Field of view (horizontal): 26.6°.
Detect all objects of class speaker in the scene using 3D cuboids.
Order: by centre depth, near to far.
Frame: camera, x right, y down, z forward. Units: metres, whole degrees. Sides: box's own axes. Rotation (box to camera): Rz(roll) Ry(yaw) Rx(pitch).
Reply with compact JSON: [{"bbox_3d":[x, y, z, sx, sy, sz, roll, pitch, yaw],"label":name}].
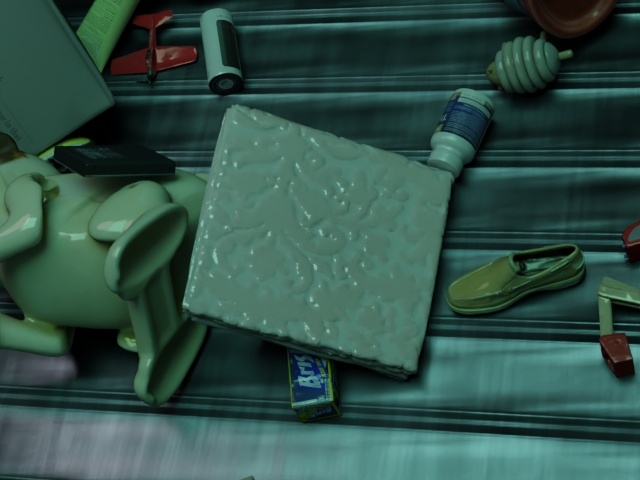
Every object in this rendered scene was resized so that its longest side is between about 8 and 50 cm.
[{"bbox_3d":[-0.156,-0.296,2.112,0.055,0.055,0.136,-15,57,8],"label":"speaker"}]

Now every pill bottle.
[{"bbox_3d":[0.196,-0.150,1.915,0.067,0.067,0.120,16,66,24],"label":"pill bottle"}]

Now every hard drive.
[{"bbox_3d":[-0.273,-0.107,1.801,0.094,0.135,0.022,26,114,49],"label":"hard drive"}]

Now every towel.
[{"bbox_3d":[0.000,0.000,1.803,0.331,0.053,0.317,17,65,-11],"label":"towel"}]

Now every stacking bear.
[{"bbox_3d":[0.301,-0.431,1.995,0.175,0.164,0.289,-34,46,-7],"label":"stacking bear"}]

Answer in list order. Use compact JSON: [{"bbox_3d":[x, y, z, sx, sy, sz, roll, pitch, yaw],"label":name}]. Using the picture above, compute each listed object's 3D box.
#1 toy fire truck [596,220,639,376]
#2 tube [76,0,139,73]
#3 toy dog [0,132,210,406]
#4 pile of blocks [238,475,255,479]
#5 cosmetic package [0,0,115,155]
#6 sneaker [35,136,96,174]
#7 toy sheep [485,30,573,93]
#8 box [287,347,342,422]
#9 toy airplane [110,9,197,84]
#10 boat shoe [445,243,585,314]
[{"bbox_3d":[0.407,0.068,1.738,0.135,0.047,0.192,-18,57,7],"label":"toy fire truck"},{"bbox_3d":[-0.329,-0.390,2.192,0.240,0.062,0.070,-59,17,8],"label":"tube"},{"bbox_3d":[-0.349,-0.016,1.881,0.408,0.285,0.395,13,53,23],"label":"toy dog"},{"bbox_3d":[-0.082,0.465,1.594,0.112,0.149,0.362,-21,58,4],"label":"pile of blocks"},{"bbox_3d":[-0.587,-0.288,2.037,0.393,0.327,0.329,-34,43,-3],"label":"cosmetic package"},{"bbox_3d":[-0.443,-0.111,2.078,0.208,0.081,0.094,-27,51,-2],"label":"sneaker"},{"bbox_3d":[0.298,-0.254,1.935,0.132,0.091,0.091,-17,56,28],"label":"toy sheep"},{"bbox_3d":[-0.011,0.154,1.809,0.059,0.054,0.169,-12,58,9],"label":"box"},{"bbox_3d":[-0.268,-0.313,2.171,0.151,0.028,0.151,-8,59,14],"label":"toy airplane"},{"bbox_3d":[0.253,0.041,1.784,0.190,0.072,0.068,-20,57,5],"label":"boat shoe"}]
